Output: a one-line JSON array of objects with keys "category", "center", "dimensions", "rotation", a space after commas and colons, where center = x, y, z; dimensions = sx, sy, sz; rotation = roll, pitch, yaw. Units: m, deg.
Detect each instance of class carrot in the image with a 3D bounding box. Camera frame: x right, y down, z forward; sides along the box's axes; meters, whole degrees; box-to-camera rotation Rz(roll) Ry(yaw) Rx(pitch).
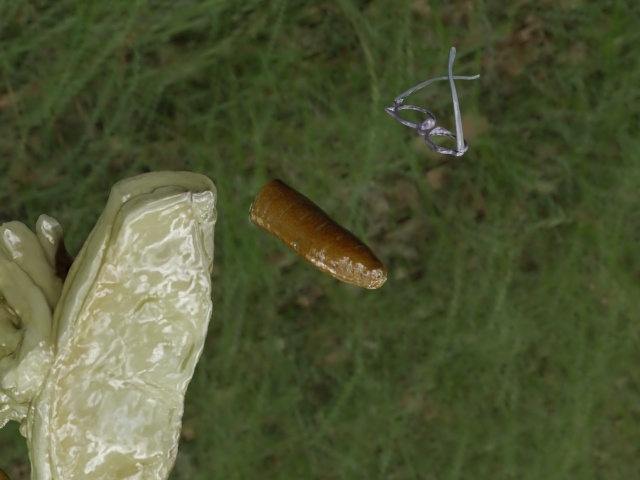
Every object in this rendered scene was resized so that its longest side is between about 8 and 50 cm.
[{"category": "carrot", "center": [0.000, 0.000, 1.223], "dimensions": [0.048, 0.139, 0.048], "rotation": [-32, 141, -30]}]

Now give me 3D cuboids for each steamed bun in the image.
[{"category": "steamed bun", "center": [-0.267, 0.112, 1.555], "dimensions": [0.247, 0.189, 0.428], "rotation": [-6, 117, -35]}]

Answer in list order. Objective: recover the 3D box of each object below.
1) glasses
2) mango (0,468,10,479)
[{"category": "glasses", "center": [0.144, -0.177, 1.801], "dimensions": [0.062, 0.140, 0.104], "rotation": [-8, 127, -32]}, {"category": "mango", "center": [-0.265, 0.216, 1.049], "dimensions": [0.105, 0.084, 0.159], "rotation": [-61, 164, 11]}]
